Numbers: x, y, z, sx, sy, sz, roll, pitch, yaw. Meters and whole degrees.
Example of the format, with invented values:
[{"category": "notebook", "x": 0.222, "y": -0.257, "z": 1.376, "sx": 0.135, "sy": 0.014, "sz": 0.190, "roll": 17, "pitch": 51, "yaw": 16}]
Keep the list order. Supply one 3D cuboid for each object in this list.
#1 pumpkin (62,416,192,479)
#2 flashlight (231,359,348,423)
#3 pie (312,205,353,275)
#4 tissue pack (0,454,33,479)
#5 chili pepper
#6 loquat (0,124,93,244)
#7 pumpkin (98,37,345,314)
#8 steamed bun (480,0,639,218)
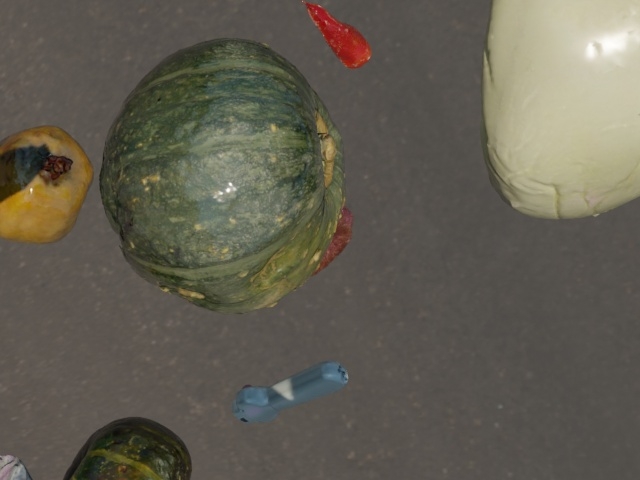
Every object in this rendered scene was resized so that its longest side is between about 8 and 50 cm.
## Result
[{"category": "pumpkin", "x": -0.290, "y": 0.388, "z": 1.573, "sx": 0.189, "sy": 0.260, "sz": 0.260, "roll": 32, "pitch": 59, "yaw": -8}, {"category": "flashlight", "x": -0.049, "y": 0.239, "z": 1.691, "sx": 0.093, "sy": 0.200, "sz": 0.047, "roll": 44, "pitch": 28, "yaw": -49}, {"category": "pie", "x": 0.000, "y": 0.000, "z": 1.754, "sx": 0.154, "sy": 0.153, "sz": 0.038, "roll": -29, "pitch": 62, "yaw": -38}, {"category": "tissue pack", "x": -0.395, "y": 0.475, "z": 1.316, "sx": 0.259, "sy": 0.122, "sz": 0.361, "roll": -71, "pitch": 152, "yaw": -50}, {"category": "chili pepper", "x": 0.026, "y": -0.274, "z": 1.411, "sx": 0.027, "sy": 0.045, "sz": 0.178, "roll": 55, "pitch": 10, "yaw": 35}, {"category": "loquat", "x": -0.446, "y": -0.089, "z": 1.659, "sx": 0.176, "sy": 0.234, "sz": 0.187, "roll": 9, "pitch": 75, "yaw": -21}, {"category": "pumpkin", "x": -0.103, "y": -0.060, "z": 1.202, "sx": 0.327, "sy": 0.258, "sz": 0.291, "roll": 63, "pitch": 24, "yaw": -57}, {"category": "steamed bun", "x": 0.275, "y": -0.181, "z": 0.970, "sx": 0.312, "sy": 0.233, "sz": 0.333, "roll": -14, "pitch": 108, "yaw": -76}]
